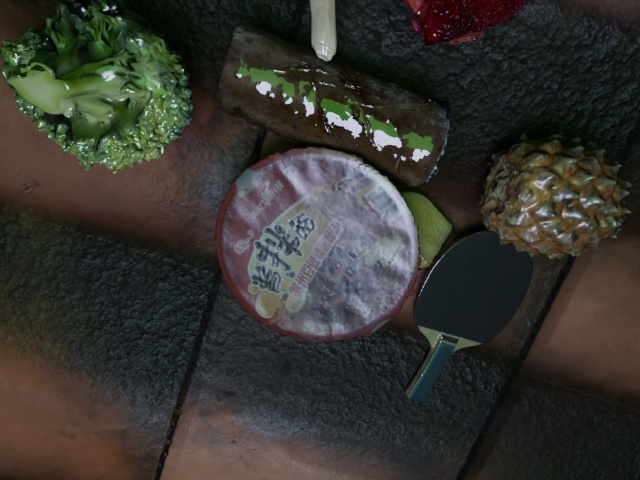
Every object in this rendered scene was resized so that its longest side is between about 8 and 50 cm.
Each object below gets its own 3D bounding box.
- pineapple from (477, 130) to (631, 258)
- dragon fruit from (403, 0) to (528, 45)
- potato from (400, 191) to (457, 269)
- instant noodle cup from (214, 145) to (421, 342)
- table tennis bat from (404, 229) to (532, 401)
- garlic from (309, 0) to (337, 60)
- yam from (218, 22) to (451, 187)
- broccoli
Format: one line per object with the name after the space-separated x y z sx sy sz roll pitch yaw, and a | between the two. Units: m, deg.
0.314 -0.054 0.586 0.193 0.166 0.166 15 104 -12 | pineapple
0.173 -0.333 0.503 0.262 0.163 0.189 -13 94 -38 | dragon fruit
0.128 -0.017 0.636 0.103 0.096 0.066 55 139 -3 | potato
0.000 0.000 0.612 0.274 0.090 0.273 5 112 12 | instant noodle cup
0.211 0.124 0.685 0.174 0.022 0.301 18 108 -16 | table tennis bat
0.010 -0.316 0.487 0.199 0.199 0.225 -8 103 1 | garlic
0.018 -0.165 0.567 0.280 0.131 0.131 21 104 -4 | yam
-0.266 -0.189 0.532 0.226 0.176 0.197 20 112 -22 | broccoli
